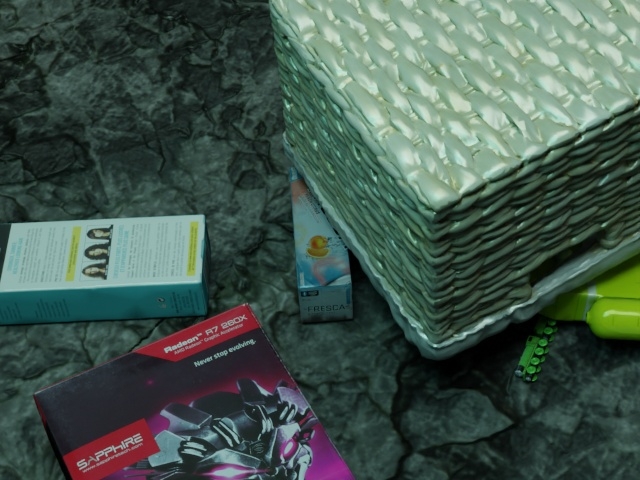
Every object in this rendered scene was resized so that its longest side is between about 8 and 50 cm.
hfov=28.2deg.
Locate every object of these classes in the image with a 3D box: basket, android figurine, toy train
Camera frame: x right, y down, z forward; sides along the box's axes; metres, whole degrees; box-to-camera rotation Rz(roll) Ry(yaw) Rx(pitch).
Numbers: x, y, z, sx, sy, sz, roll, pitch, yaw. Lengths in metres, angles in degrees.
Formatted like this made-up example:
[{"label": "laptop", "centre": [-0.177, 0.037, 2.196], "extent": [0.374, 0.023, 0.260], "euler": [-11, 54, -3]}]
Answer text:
[{"label": "basket", "centre": [0.159, -0.124, 1.249], "extent": [0.328, 0.266, 0.331], "euler": [-28, 60, -10]}, {"label": "android figurine", "centre": [0.315, 0.010, 1.351], "extent": [0.272, 0.056, 0.248], "euler": [5, 45, 2]}, {"label": "toy train", "centre": [0.221, 0.110, 1.306], "extent": [0.023, 0.017, 0.083], "euler": [11, 50, 26]}]

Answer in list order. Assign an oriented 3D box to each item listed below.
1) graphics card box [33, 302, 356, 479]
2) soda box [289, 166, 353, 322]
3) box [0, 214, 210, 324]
[{"label": "graphics card box", "centre": [-0.089, 0.246, 1.156], "extent": [0.232, 0.094, 0.371], "euler": [-22, 52, -16]}, {"label": "soda box", "centre": [0.000, 0.000, 1.387], "extent": [0.058, 0.063, 0.183], "euler": [-5, 48, -1]}, {"label": "box", "centre": [-0.244, 0.032, 1.378], "extent": [0.244, 0.060, 0.101], "euler": [-3, 48, 2]}]
